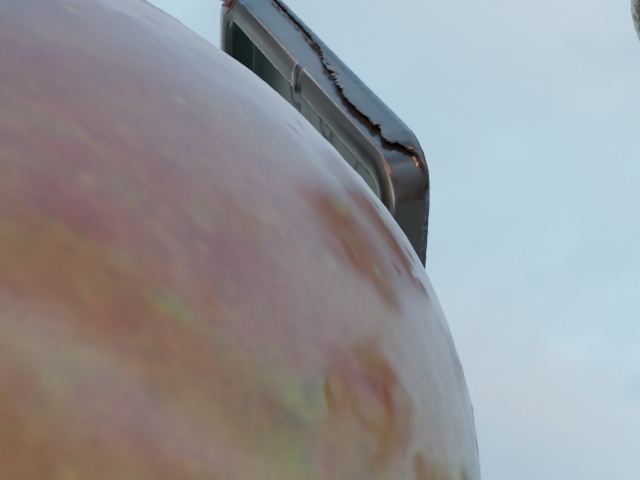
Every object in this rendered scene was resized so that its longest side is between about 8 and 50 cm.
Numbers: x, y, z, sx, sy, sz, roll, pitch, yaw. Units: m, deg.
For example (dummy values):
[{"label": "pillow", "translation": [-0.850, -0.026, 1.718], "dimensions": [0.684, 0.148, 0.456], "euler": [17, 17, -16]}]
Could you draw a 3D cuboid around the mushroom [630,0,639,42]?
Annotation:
[{"label": "mushroom", "translation": [0.367, -0.201, 1.346], "dimensions": [0.292, 0.212, 0.217], "euler": [49, -16, -13]}]

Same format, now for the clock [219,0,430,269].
[{"label": "clock", "translation": [0.001, 0.000, 1.168], "dimensions": [0.273, 0.049, 0.278], "euler": [-128, -147, -49]}]

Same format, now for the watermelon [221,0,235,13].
[{"label": "watermelon", "translation": [-0.114, -0.228, 1.134], "dimensions": [0.158, 0.098, 0.121], "euler": [18, -26, 27]}]

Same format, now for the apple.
[{"label": "apple", "translation": [-0.133, 0.071, 0.462], "dimensions": [0.340, 0.339, 0.339], "euler": [24, -25, 12]}]
